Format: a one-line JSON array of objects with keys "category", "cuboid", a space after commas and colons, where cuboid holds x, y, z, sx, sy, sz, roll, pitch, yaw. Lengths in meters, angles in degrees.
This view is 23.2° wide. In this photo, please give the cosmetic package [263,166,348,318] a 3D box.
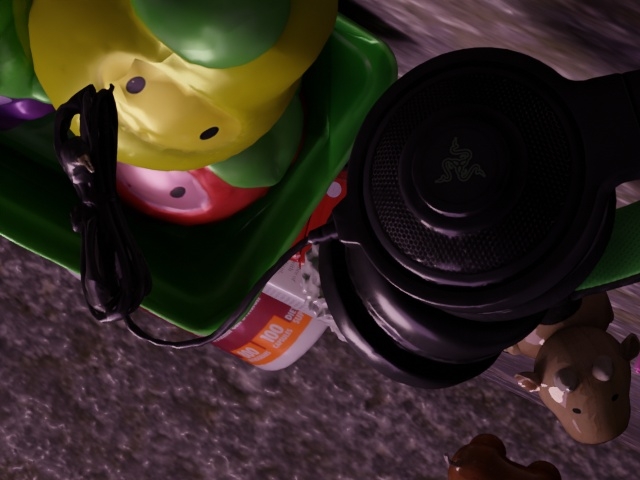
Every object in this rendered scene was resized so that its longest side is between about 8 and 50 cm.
[{"category": "cosmetic package", "cuboid": [0.000, 0.000, 1.686, 0.184, 0.151, 0.151, 27, 173, -3]}]

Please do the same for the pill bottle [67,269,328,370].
[{"category": "pill bottle", "cuboid": [-0.172, -0.018, 1.878, 0.392, 0.224, 0.224, 28, 173, -23]}]

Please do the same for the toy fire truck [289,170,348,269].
[{"category": "toy fire truck", "cuboid": [-0.016, -0.041, 1.512, 0.246, 0.158, 0.217, 15, 179, 13]}]

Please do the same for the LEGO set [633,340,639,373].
[{"category": "LEGO set", "cuboid": [0.394, 0.134, 1.500, 0.087, 0.093, 0.227, 28, 173, -21]}]

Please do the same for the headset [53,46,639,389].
[{"category": "headset", "cuboid": [0.064, -0.031, 0.836, 0.394, 0.185, 0.243, -12, 163, -10]}]

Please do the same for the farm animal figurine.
[{"category": "farm animal figurine", "cuboid": [0.195, 0.049, 1.102, 0.326, 0.330, 0.172, 53, 180, 8]}]

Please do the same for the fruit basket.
[{"category": "fruit basket", "cuboid": [-0.128, -0.111, 0.983, 0.392, 0.283, 0.392, 33, -171, -6]}]
